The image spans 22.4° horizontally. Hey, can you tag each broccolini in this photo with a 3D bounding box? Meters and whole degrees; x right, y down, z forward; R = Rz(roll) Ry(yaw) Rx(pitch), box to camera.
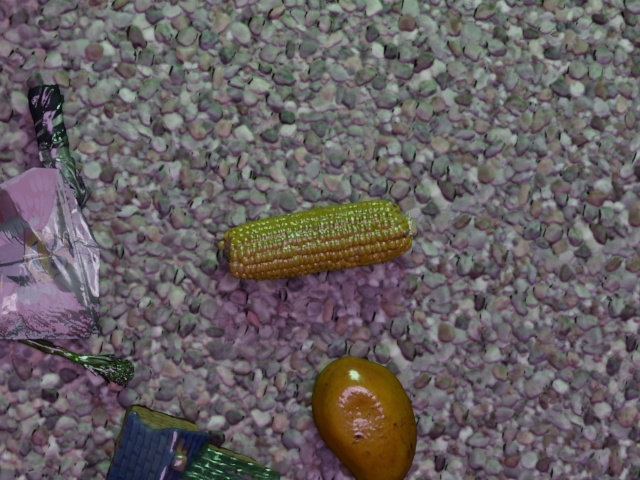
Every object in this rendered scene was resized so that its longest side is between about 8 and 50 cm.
[{"bbox_3d":[-0.280,0.131,1.868,0.140,0.030,0.035,23,75,-4],"label":"broccolini"}]

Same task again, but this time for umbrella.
[{"bbox_3d":[-0.299,-0.088,1.861,0.050,0.046,0.188,-10,90,11],"label":"umbrella"}]

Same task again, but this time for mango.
[{"bbox_3d":[0.058,0.211,1.893,0.115,0.089,0.165,-40,97,-8],"label":"mango"}]

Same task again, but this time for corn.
[{"bbox_3d":[0.000,0.000,1.898,0.238,0.080,0.080,-9,89,-12],"label":"corn"}]

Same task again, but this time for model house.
[{"bbox_3d":[-0.150,0.285,1.809,0.183,0.172,0.166,18,83,-10],"label":"model house"}]

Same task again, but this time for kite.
[{"bbox_3d":[-0.427,0.047,1.830,0.360,0.022,0.204,-14,96,-5],"label":"kite"}]
